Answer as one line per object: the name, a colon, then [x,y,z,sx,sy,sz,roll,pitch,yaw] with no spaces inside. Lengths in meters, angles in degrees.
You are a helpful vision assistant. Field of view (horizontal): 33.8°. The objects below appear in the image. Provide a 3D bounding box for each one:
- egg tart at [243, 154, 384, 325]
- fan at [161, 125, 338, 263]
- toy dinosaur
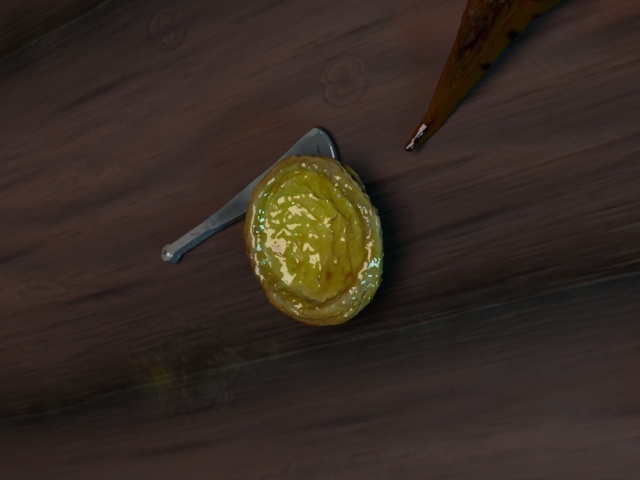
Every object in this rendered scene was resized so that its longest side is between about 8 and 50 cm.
egg tart: [0.000,0.000,1.151,0.191,0.074,0.191,1,92,34]
fan: [-0.091,-0.047,1.246,0.282,0.023,0.057,-30,75,29]
toy dinosaur: [0.188,-0.272,0.987,0.432,0.097,0.208,-31,116,33]
